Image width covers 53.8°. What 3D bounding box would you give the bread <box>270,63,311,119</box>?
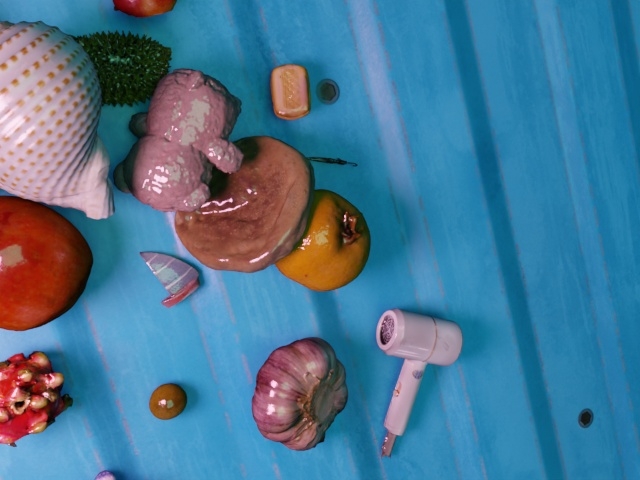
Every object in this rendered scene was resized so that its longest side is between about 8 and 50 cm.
[{"bbox_3d":[-0.060,-0.303,1.300,0.082,0.056,0.115,-9,85,-3],"label":"bread"}]

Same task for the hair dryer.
[{"bbox_3d":[0.187,0.339,1.435,0.173,0.107,0.357,14,95,-20],"label":"hair dryer"}]

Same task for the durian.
[{"bbox_3d":[-0.382,-0.317,1.151,0.221,0.095,0.137,2,93,-18],"label":"durian"}]

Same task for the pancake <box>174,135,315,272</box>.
[{"bbox_3d":[-0.140,-0.074,1.202,0.294,0.294,0.049,-54,153,-10],"label":"pancake"}]

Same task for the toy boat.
[{"bbox_3d":[-0.300,0.061,1.244,0.096,0.034,0.122,-38,105,-21],"label":"toy boat"}]

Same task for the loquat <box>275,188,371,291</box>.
[{"bbox_3d":[0.000,0.000,1.268,0.208,0.208,0.208,-2,95,-22],"label":"loquat"}]

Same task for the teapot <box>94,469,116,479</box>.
[{"bbox_3d":[-0.372,0.563,1.159,0.424,0.252,0.280,3,55,-41],"label":"teapot"}]

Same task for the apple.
[{"bbox_3d":[-0.508,0.041,1.069,0.230,0.230,0.229,-2,95,-22],"label":"apple"}]

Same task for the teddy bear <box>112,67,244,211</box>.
[{"bbox_3d":[-0.255,-0.181,1.170,0.236,0.151,0.267,17,90,9],"label":"teddy bear"}]

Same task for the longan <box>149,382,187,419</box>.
[{"bbox_3d":[-0.301,0.323,1.250,0.075,0.075,0.083,-24,143,-19],"label":"longan"}]

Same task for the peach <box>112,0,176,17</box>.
[{"bbox_3d":[-0.327,-0.485,1.157,0.151,0.151,0.118,-1,139,-22],"label":"peach"}]

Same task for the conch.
[{"bbox_3d":[-0.465,-0.182,1.005,0.215,0.303,0.319,-13,106,-28],"label":"conch"}]

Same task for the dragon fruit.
[{"bbox_3d":[-0.516,0.276,1.098,0.167,0.172,0.160,7,91,-23],"label":"dragon fruit"}]

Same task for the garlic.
[{"bbox_3d":[-0.055,0.309,1.299,0.245,0.161,0.244,-25,122,-49],"label":"garlic"}]

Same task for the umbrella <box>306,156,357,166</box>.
[{"bbox_3d":[0.021,-0.172,1.365,0.122,0.022,0.013,7,117,-12],"label":"umbrella"}]
